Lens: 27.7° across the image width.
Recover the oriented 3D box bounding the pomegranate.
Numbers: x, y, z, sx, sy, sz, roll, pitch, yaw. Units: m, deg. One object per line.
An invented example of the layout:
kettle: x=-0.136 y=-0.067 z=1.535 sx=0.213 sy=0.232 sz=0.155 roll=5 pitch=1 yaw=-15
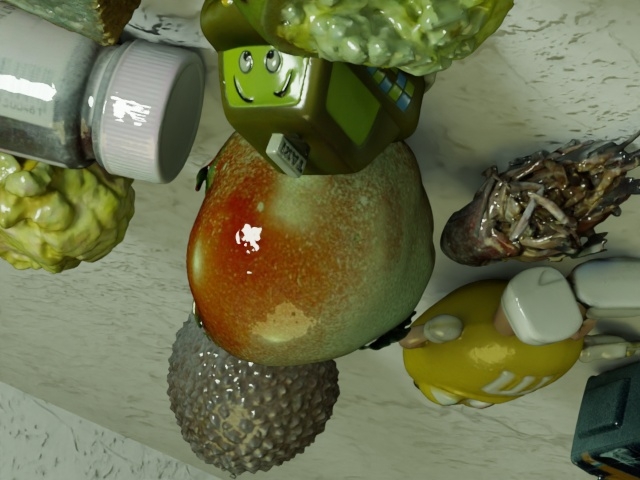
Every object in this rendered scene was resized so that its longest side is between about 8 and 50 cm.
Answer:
pomegranate: x=0.057 y=-0.263 z=0.882 sx=0.260 sy=0.260 sz=0.341 roll=25 pitch=125 yaw=-16

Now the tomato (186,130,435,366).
tomato: x=0.000 y=0.000 z=1.424 sx=0.239 sy=0.304 sz=0.303 roll=15 pitch=158 yaw=20

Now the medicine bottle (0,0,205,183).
medicine bottle: x=-0.278 y=-0.162 z=1.424 sx=0.273 sy=0.165 sz=0.165 roll=14 pitch=157 yaw=8

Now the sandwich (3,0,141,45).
sandwich: x=-0.295 y=-0.321 z=1.161 sx=0.271 sy=0.099 sz=0.301 roll=18 pitch=158 yaw=1

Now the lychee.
lychee: x=-0.116 y=0.225 z=2.055 sx=0.300 sy=0.300 sz=0.300 roll=15 pitch=157 yaw=7

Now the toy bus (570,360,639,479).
toy bus: x=0.509 y=0.255 z=1.805 sx=0.194 sy=0.162 sz=0.323 roll=25 pitch=155 yaw=-16

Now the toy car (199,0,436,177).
toy car: x=-0.007 y=-0.157 z=1.190 sx=0.204 sy=0.198 sz=0.248 roll=2 pitch=152 yaw=34

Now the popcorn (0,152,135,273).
popcorn: x=-0.346 y=-0.073 z=1.617 sx=0.259 sy=0.212 sz=0.259 roll=16 pitch=150 yaw=9

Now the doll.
doll: x=0.271 y=0.118 z=1.687 sx=0.348 sy=0.161 sz=0.423 roll=-4 pitch=161 yaw=8

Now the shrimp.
shrimp: x=0.244 y=-0.040 z=1.384 sx=0.145 sy=0.117 sz=0.343 roll=3 pitch=163 yaw=-30
